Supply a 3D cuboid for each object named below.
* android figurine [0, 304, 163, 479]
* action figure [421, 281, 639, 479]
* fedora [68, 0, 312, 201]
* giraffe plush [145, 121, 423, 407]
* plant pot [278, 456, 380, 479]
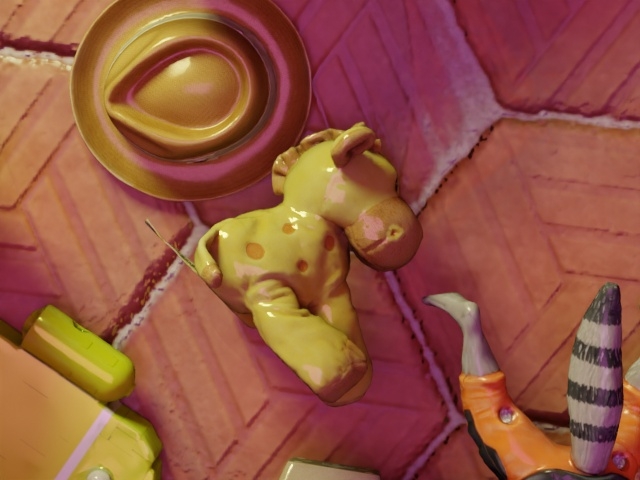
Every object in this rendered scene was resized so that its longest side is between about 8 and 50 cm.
[{"bbox_3d":[-0.244,0.180,1.337,0.273,0.056,0.248,37,98,1],"label":"android figurine"},{"bbox_3d":[0.142,0.201,1.211,0.341,0.178,0.330,5,80,-27],"label":"action figure"},{"bbox_3d":[-0.105,-0.117,1.278,0.194,0.079,0.194,1,97,5],"label":"fedora"},{"bbox_3d":[0.000,0.000,1.247,0.170,0.181,0.210,-45,109,-4],"label":"giraffe plush"},{"bbox_3d":[0.004,0.225,1.304,0.109,0.109,0.096,8,85,3],"label":"plant pot"}]
